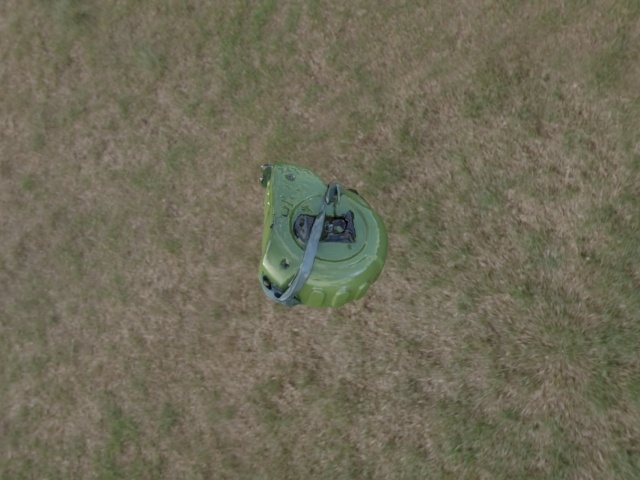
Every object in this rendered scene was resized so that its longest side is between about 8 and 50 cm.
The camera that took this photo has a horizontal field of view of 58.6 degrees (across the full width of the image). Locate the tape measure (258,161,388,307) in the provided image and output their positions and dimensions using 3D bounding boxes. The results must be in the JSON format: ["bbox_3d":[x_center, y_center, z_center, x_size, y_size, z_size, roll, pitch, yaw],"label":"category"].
[{"bbox_3d":[0.000,0.000,0.648,0.154,0.087,0.177,8,56,-9],"label":"tape measure"}]
